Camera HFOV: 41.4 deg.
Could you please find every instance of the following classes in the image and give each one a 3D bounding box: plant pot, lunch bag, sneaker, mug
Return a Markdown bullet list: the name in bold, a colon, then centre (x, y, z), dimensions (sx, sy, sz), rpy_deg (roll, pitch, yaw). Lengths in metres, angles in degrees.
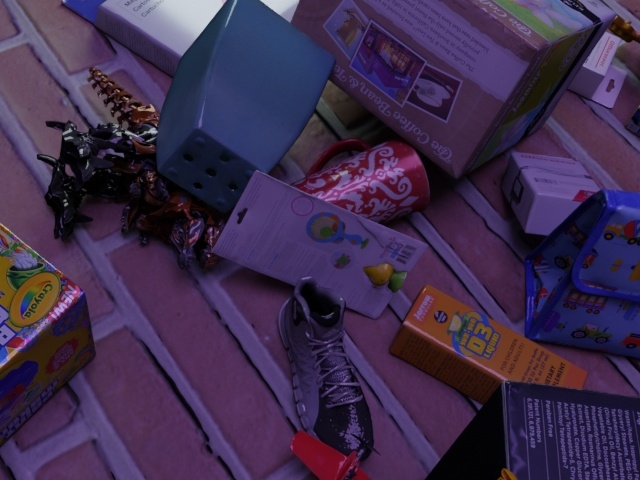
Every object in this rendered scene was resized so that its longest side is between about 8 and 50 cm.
- **plant pot**: centre (-0.109, -0.166, 1.097), dimensions (0.165, 0.165, 0.234), rpy_deg (33, 45, -20)
- **lunch bag**: centre (0.410, 0.023, 1.057), dimensions (0.220, 0.293, 0.138), rpy_deg (11, 57, -3)
- **sneaker**: centre (0.007, 0.143, 1.007), dimensions (0.086, 0.132, 0.229), rpy_deg (-15, 62, -18)
- **mug**: centre (0.042, -0.067, 1.177), dimensions (0.169, 0.113, 0.150), rpy_deg (-23, 22, -17)

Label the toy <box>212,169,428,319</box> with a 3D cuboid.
- **toy**: centre (0.000, 0.000, 1.074), dimensions (0.237, 0.137, 0.056), rpy_deg (25, 32, -12)

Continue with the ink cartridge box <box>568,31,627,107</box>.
- **ink cartridge box**: centre (0.425, -0.306, 1.403), dimensions (0.181, 0.062, 0.104), rpy_deg (27, 58, 7)

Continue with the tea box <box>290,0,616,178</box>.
- **tea box**: centre (0.187, -0.303, 1.211), dimensions (0.329, 0.220, 0.323), rpy_deg (40, 39, 15)

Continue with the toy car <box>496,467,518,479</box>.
- **toy car**: centre (0.180, 0.232, 0.645), dimensions (0.060, 0.041, 0.122), rpy_deg (19, 21, -51)

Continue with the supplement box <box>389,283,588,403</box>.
- **supplement box**: centre (0.209, 0.152, 1.070), dimensions (0.233, 0.080, 0.078), rpy_deg (27, 56, 10)

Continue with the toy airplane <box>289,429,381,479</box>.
- **toy airplane**: centre (0.011, 0.287, 0.957), dimensions (0.151, 0.028, 0.151), rpy_deg (2, 85, -19)

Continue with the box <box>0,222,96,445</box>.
- **box**: centre (-0.452, 0.109, 0.923), dimensions (0.279, 0.177, 0.290), rpy_deg (36, 59, 11)

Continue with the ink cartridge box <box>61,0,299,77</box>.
- **ink cartridge box**: centre (-0.184, -0.403, 1.354), dimensions (0.330, 0.071, 0.324), rpy_deg (34, 59, 10)

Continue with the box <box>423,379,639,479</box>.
- **box**: centre (0.281, 0.299, 0.832), dimensions (0.312, 0.343, 0.179), rpy_deg (6, 57, -4)

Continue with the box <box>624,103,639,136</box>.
- **box**: centre (0.577, -0.166, 1.347), dimensions (0.169, 0.054, 0.059), rpy_deg (37, 59, 12)

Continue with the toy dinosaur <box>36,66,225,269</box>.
- **toy dinosaur**: centre (-0.247, -0.092, 1.130), dimensions (0.218, 0.164, 0.322), rpy_deg (-13, 42, -34)

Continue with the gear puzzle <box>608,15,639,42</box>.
- **gear puzzle**: centre (0.581, -0.267, 1.372), dimensions (0.339, 0.044, 0.175), rpy_deg (46, 18, 19)

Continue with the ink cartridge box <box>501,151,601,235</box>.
- **ink cartridge box**: centre (0.329, -0.064, 1.199), dimensions (0.109, 0.063, 0.150), rpy_deg (7, 27, -6)
